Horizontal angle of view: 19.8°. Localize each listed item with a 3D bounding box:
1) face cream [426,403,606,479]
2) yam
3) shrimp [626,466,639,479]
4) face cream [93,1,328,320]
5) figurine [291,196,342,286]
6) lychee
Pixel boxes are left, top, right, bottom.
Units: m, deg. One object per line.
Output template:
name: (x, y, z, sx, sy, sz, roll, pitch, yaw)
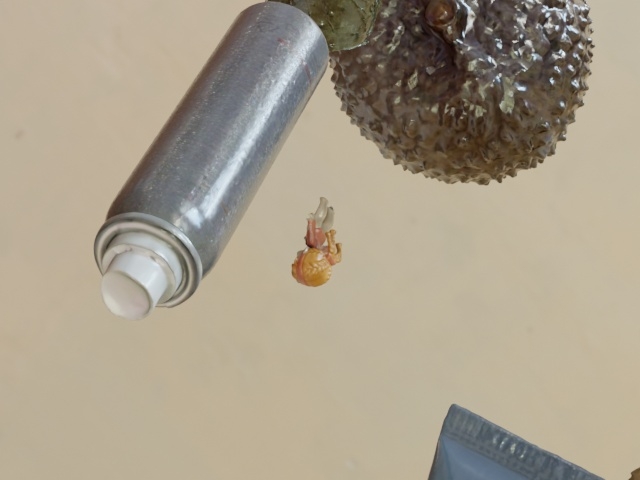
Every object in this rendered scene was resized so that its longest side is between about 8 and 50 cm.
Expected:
face cream: (0.083, 0.329, 1.434, 0.385, 0.135, 0.086, -66, 164, 6)
yam: (0.011, -0.239, 1.522, 0.107, 0.107, 0.183, -51, 159, -56)
shrimp: (0.329, 0.319, 1.776, 0.289, 0.178, 0.075, -41, 174, 17)
face cream: (-0.069, -0.052, 1.153, 0.073, 0.073, 0.283, -41, -166, 39)
figurine: (0.000, 0.000, 1.911, 0.047, 0.064, 0.109, -9, -134, 25)
lychee: (0.150, -0.205, 1.930, 0.300, 0.300, 0.300, -45, -176, 4)
